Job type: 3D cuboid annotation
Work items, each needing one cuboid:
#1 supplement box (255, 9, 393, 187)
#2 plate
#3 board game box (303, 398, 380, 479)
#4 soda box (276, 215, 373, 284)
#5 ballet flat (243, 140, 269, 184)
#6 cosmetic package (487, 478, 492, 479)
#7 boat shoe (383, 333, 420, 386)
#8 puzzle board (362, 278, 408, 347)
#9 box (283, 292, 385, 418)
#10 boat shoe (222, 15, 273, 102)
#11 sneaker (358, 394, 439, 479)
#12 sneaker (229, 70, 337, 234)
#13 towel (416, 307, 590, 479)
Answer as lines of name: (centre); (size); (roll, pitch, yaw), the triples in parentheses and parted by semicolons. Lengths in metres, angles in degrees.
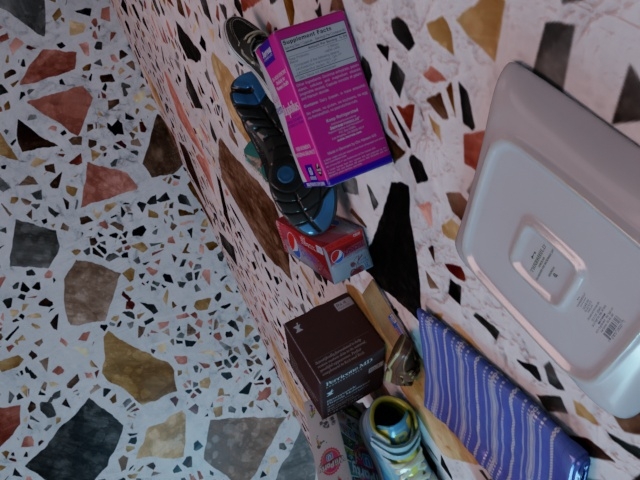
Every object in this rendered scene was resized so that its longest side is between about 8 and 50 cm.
supplement box: (0.004, -0.198, 0.784); (0.111, 0.114, 0.220); (12, 123, 70)
plate: (0.229, 0.016, 0.519); (0.278, 0.045, 0.277); (53, 159, 33)
board game box: (0.084, 0.533, 1.277); (0.224, 0.097, 0.303); (39, -156, -39)
soda box: (0.000, 0.000, 1.093); (0.263, 0.092, 0.083); (29, 141, 62)
ballet flat: (-0.102, -0.170, 1.224); (0.077, 0.091, 0.241); (40, -175, -36)
cosmetic package: (0.302, 0.531, 0.866); (0.238, 0.127, 0.107); (53, 159, 41)
boat shoe: (0.159, 0.227, 1.004); (0.060, 0.064, 0.178); (22, 151, 15)
puzzle board: (0.126, 0.144, 1.056); (0.128, 0.011, 0.096); (59, 161, 17)
box: (0.032, 0.265, 1.231); (0.167, 0.168, 0.203); (54, 160, 34)
boat shoe: (-0.106, -0.344, 0.981); (0.219, 0.077, 0.070); (52, 160, 16)
sneaker: (0.184, 0.478, 1.146); (0.319, 0.127, 0.208); (55, 161, 28)
sneaker: (-0.058, -0.166, 1.051); (0.139, 0.125, 0.341); (54, -168, -79)
towel: (0.254, 0.280, 0.815); (0.336, 0.040, 0.243); (43, 152, 51)
